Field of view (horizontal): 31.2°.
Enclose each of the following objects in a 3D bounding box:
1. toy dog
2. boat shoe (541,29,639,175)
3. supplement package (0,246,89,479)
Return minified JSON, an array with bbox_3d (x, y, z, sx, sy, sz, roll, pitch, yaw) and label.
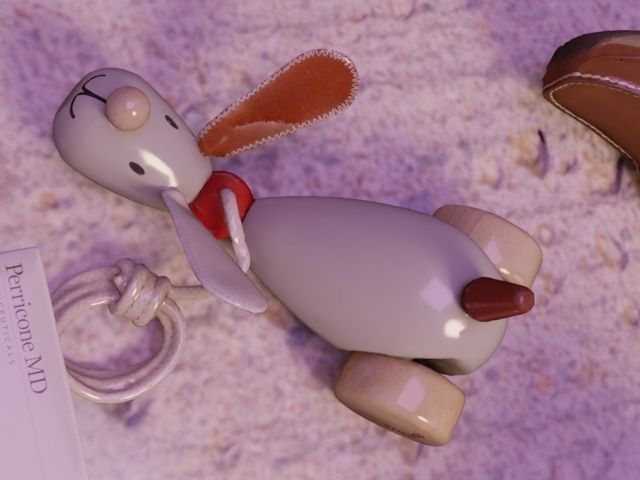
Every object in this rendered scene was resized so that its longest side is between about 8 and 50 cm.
[{"bbox_3d":[0.000,0.000,0.700,0.333,0.161,0.220,11,74,-16],"label":"toy dog"},{"bbox_3d":[0.310,-0.047,0.841,0.324,0.122,0.120,22,77,-13],"label":"boat shoe"},{"bbox_3d":[-0.261,0.099,0.604,0.244,0.134,0.139,-12,82,-21],"label":"supplement package"}]
